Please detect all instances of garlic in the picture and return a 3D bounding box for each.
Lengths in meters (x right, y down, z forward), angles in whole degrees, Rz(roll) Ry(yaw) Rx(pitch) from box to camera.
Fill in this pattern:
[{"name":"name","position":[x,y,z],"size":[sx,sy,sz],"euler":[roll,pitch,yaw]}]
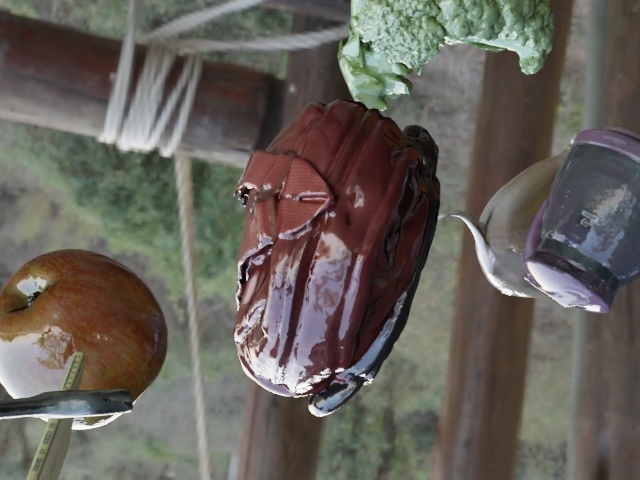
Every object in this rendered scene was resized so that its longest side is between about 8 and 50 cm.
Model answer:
[{"name":"garlic","position":[0.231,0.001,1.383],"size":[0.266,0.148,0.128],"euler":[-28,173,-44]}]

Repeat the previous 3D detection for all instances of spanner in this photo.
[{"name":"spanner","position":[-0.213,0.088,0.589],"size":[0.255,0.015,0.054],"euler":[0,175,-35]}]

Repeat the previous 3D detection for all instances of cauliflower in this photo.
[{"name":"cauliflower","position":[0.103,-0.249,1.291],"size":[0.275,0.272,0.250],"euler":[19,122,-42]}]

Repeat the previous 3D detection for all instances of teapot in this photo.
[{"name":"teapot","position":[0.221,-0.016,0.999],"size":[0.148,0.146,0.116],"euler":[27,170,43]}]

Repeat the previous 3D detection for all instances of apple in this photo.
[{"name":"apple","position":[-0.268,0.105,1.322],"size":[0.188,0.188,0.174],"euler":[-5,140,38]}]

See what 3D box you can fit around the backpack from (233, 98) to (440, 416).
[{"name":"backpack","position":[0.002,0.001,0.826],"size":[0.139,0.229,0.229],"euler":[18,165,-1]}]

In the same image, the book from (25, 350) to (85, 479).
[{"name":"book","position":[-0.222,0.206,0.933],"size":[0.013,0.192,0.168],"euler":[17,137,-5]}]
